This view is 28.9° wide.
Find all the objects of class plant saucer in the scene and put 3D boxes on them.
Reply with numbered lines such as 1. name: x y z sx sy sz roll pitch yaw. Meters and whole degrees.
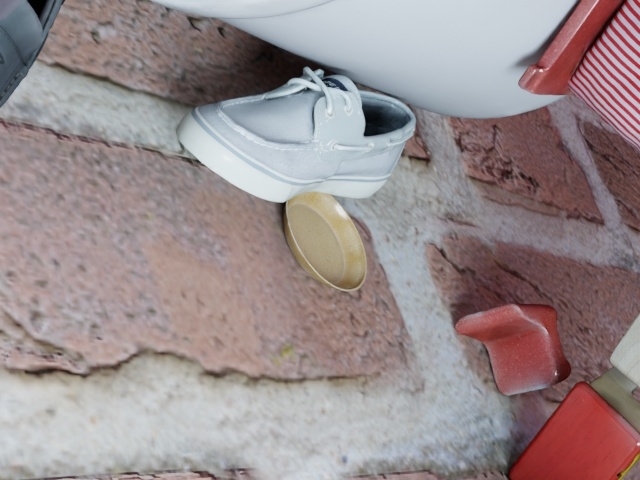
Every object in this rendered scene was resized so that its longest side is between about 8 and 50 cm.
1. plant saucer: 0.000 0.000 0.855 0.083 0.015 0.083 36 37 -34

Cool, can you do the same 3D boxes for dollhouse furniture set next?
1. dollhouse furniture set: 0.203 0.013 0.858 0.152 0.374 0.201 -3 42 -49

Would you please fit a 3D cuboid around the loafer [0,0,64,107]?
1. loafer: -0.179 -0.101 0.611 0.076 0.078 0.223 45 33 -23

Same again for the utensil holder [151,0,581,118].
1. utensil holder: 0.050 -0.266 0.829 0.385 0.328 0.327 11 55 -62

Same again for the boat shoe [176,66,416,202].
1. boat shoe: -0.007 -0.078 0.826 0.079 0.081 0.227 44 21 22
